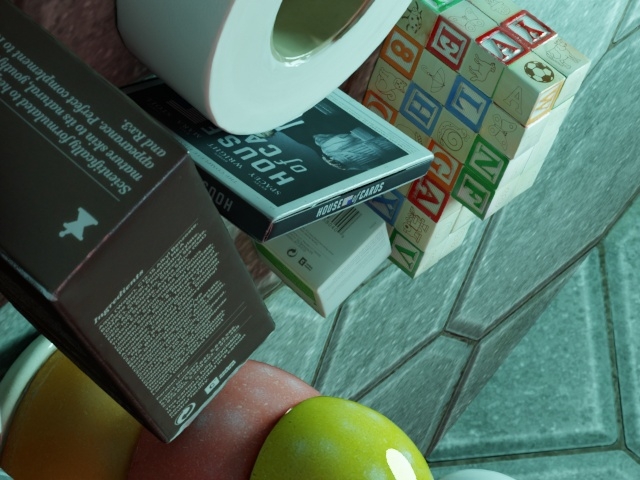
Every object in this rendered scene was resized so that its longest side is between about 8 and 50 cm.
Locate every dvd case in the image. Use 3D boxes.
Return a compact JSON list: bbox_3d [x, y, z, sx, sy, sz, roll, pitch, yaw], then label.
[{"bbox_3d":[-0.040,-0.082,1.542,0.238,0.179,0.030,-23,143,-54],"label":"dvd case"}]

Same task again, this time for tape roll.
[{"bbox_3d":[-0.020,-0.219,1.454,0.286,0.100,0.286,-44,160,-20],"label":"tape roll"}]

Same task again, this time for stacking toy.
[{"bbox_3d":[-0.025,0.229,1.601,0.350,0.479,0.351,1,88,-55],"label":"stacking toy"}]

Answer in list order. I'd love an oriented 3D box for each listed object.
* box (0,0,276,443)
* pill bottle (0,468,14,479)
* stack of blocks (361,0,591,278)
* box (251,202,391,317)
[{"bbox_3d":[-0.168,-0.003,1.394,0.143,0.191,0.381,-47,162,-8],"label":"box"},{"bbox_3d":[-0.301,0.183,1.298,0.162,0.278,0.162,-43,160,-19],"label":"pill bottle"},{"bbox_3d":[0.128,-0.102,1.901,0.087,0.171,0.297,-33,155,-41],"label":"stack of blocks"},{"bbox_3d":[0.000,0.000,1.910,0.102,0.101,0.087,-45,161,-10],"label":"box"}]
